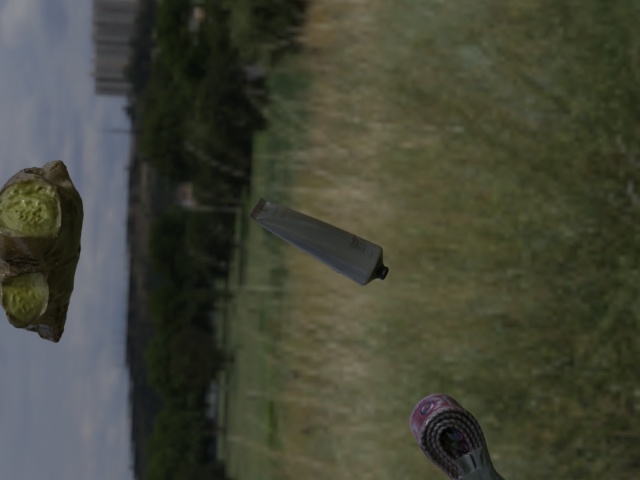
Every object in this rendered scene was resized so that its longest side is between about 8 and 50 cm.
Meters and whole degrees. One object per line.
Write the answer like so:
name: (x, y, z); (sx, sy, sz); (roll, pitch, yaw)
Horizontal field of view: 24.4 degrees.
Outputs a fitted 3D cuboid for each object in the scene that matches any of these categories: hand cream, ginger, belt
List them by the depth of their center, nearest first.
belt: (0.168, 0.252, 1.505); (0.232, 0.071, 0.053); (59, 177, -22)
hand cream: (0.000, 0.000, 1.836); (0.054, 0.186, 0.087); (-63, 0, 18)
ginger: (-0.386, 0.025, 1.984); (0.219, 0.123, 0.270); (-88, 10, -47)
